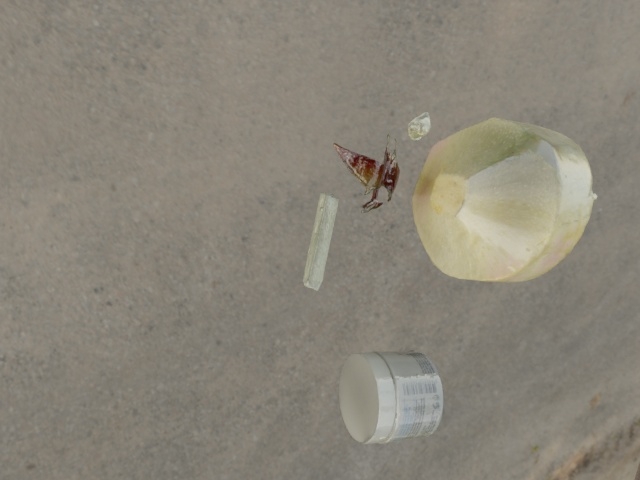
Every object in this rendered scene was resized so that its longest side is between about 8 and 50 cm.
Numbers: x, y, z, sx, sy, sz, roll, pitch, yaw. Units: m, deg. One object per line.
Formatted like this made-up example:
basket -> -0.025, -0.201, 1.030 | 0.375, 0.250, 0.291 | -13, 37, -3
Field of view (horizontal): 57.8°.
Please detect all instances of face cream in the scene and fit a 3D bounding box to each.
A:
face cream -> 0.140, 0.312, 1.167 | 0.152, 0.177, 0.177 | 2, 113, -25

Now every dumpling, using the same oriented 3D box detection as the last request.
dumpling -> 0.252, -0.288, 1.479 | 0.057, 0.076, 0.052 | -40, 95, -23

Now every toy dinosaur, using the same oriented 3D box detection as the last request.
toy dinosaur -> 0.142, -0.187, 1.550 | 0.327, 0.112, 0.207 | -39, 142, -53

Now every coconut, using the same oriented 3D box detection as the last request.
coconut -> 0.354, -0.078, 1.164 | 0.352, 0.352, 0.353 | -17, 123, -28

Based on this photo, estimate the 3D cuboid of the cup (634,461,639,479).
cup -> 0.448, 0.249, 0.495 | 0.208, 0.273, 0.288 | 40, 64, -29

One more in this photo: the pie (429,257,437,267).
pie -> 0.359, -0.019, 1.669 | 0.052, 0.185, 0.218 | 7, 119, -14

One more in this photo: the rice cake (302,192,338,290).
rice cake -> 0.000, 0.000, 1.498 | 0.052, 0.057, 0.256 | 12, 88, -1
